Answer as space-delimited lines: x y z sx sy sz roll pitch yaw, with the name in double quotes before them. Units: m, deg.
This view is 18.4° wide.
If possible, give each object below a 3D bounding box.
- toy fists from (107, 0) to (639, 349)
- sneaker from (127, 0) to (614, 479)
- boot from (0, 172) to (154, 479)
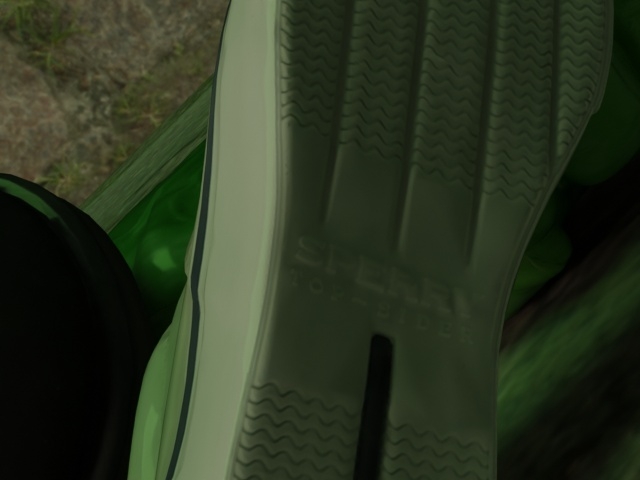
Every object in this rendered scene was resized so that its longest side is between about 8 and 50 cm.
"toy fists" 0.013 -0.010 0.617 0.279 0.096 0.142 -37 7 31
"sneaker" 0.000 0.000 0.463 0.091 0.094 0.258 -34 36 57
"boot" -0.257 0.087 0.400 0.367 0.146 0.445 -45 -24 6
